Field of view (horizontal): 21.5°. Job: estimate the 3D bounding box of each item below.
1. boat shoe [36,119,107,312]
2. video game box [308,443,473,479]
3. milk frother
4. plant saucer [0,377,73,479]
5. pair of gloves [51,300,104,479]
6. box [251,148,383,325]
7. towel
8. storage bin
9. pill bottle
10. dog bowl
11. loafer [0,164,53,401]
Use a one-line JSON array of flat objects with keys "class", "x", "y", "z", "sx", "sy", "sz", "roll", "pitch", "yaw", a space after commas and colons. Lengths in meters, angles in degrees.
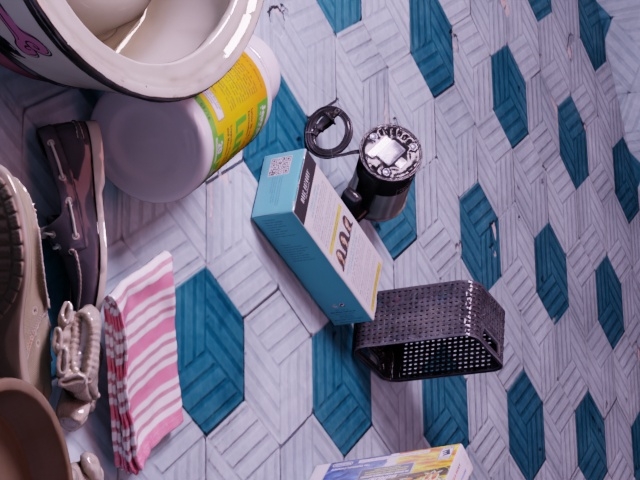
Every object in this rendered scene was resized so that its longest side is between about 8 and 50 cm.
[{"class": "boat shoe", "x": -0.247, "y": -0.016, "z": 1.653, "sx": 0.065, "sy": 0.075, "sz": 0.206, "roll": -1, "pitch": 88, "yaw": -21}, {"class": "video game box", "x": 0.060, "y": 0.323, "z": 1.990, "sx": 0.048, "sy": 0.205, "sz": 0.187, "roll": 64, "pitch": 30, "yaw": -24}, {"class": "milk frother", "x": 0.050, "y": -0.104, "z": 2.241, "sx": 0.143, "sy": 0.129, "sz": 0.134, "roll": 59, "pitch": -18, "yaw": 17}, {"class": "plant saucer", "x": -0.257, "y": 0.241, "z": 1.273, "sx": 0.278, "sy": 0.041, "sz": 0.277, "roll": 2, "pitch": 90, "yaw": -75}, {"class": "pair of gloves", "x": -0.222, "y": 0.180, "z": 1.548, "sx": 0.204, "sy": 0.042, "sz": 0.240, "roll": 91, "pitch": 3, "yaw": -70}, {"class": "box", "x": 0.000, "y": 0.000, "z": 2.132, "sx": 0.244, "sy": 0.060, "sz": 0.100, "roll": 54, "pitch": 36, "yaw": -44}, {"class": "towel", "x": -0.174, "y": 0.121, "z": 1.710, "sx": 0.144, "sy": 0.029, "sz": 0.197, "roll": -49, "pitch": 140, "yaw": -64}, {"class": "storage bin", "x": 0.146, "y": 0.122, "z": 2.257, "sx": 0.122, "sy": 0.180, "sz": 0.084, "roll": 46, "pitch": 42, "yaw": -51}, {"class": "pill bottle", "x": -0.134, "y": -0.144, "z": 1.812, "sx": 0.245, "sy": 0.136, "sz": 0.136, "roll": -47, "pitch": 124, "yaw": -58}, {"class": "dog bowl", "x": -0.224, "y": -0.327, "z": 1.617, "sx": 0.408, "sy": 0.150, "sz": 0.407, "roll": 11, "pitch": 77, "yaw": -55}, {"class": "loafer", "x": -0.288, "y": 0.059, "z": 1.483, "sx": 0.092, "sy": 0.102, "sz": 0.268, "roll": -60, "pitch": 151, "yaw": -75}]
